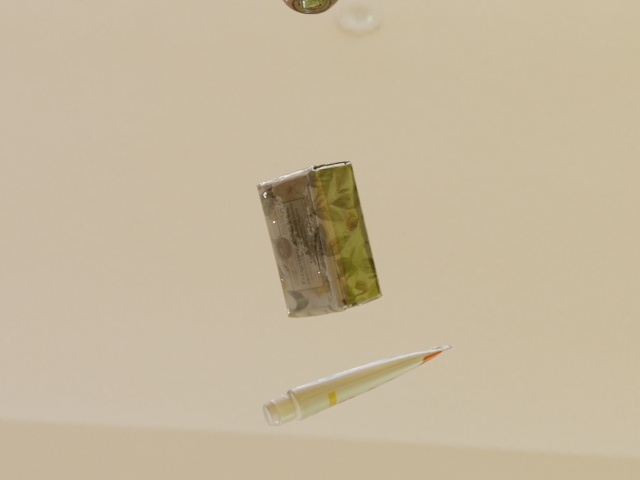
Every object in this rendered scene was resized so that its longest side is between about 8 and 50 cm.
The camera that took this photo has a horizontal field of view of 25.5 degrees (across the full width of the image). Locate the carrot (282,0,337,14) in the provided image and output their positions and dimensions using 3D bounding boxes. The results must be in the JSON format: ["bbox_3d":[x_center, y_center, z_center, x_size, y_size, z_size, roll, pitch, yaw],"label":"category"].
[{"bbox_3d":[-0.014,-0.227,0.878,0.047,0.047,0.191,-4,-112,-5],"label":"carrot"}]

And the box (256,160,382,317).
[{"bbox_3d":[0.000,0.000,0.931,0.045,0.062,0.098,-15,-90,-45],"label":"box"}]

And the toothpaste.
[{"bbox_3d":[0.034,0.133,1.339,0.190,0.048,0.031,-19,-91,-21],"label":"toothpaste"}]
